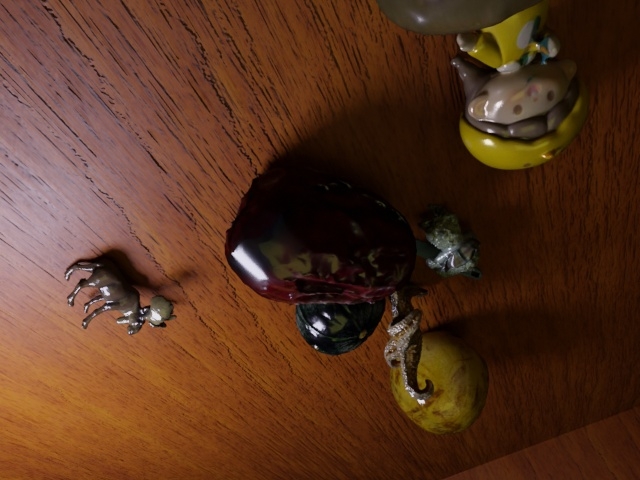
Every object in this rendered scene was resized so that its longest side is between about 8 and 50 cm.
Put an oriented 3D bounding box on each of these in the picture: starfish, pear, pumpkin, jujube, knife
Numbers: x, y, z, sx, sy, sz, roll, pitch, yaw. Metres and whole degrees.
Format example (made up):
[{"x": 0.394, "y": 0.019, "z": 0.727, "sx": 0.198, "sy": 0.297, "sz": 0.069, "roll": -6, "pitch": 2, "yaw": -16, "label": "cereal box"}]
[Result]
[{"x": 0.204, "y": 0.201, "z": 1.135, "sx": 0.113, "sy": 0.303, "sz": 0.311, "roll": 0, "pitch": 124, "yaw": 8, "label": "starfish"}, {"x": 0.335, "y": 0.391, "z": 1.355, "sx": 0.281, "sy": 0.280, "sz": 0.280, "roll": -8, "pitch": 134, "yaw": -9, "label": "pear"}, {"x": 0.048, "y": 0.163, "z": 1.114, "sx": 0.221, "sy": 0.162, "sz": 0.220, "roll": -32, "pitch": 150, "yaw": -21, "label": "pumpkin"}, {"x": 0.000, "y": 0.000, "z": 0.921, "sx": 0.377, "sy": 0.258, "sz": 0.258, "roll": 12, "pitch": 128, "yaw": -33, "label": "jujube"}, {"x": 0.302, "y": 0.044, "z": 1.195, "sx": 0.313, "sy": 0.019, "sz": 0.044, "roll": 20, "pitch": 116, "yaw": -30, "label": "knife"}]

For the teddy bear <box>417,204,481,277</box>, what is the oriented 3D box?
[{"x": 0.303, "y": 0.019, "z": 1.099, "sx": 0.133, "sy": 0.111, "sz": 0.213, "roll": -41, "pitch": 132, "yaw": -1, "label": "teddy bear"}]

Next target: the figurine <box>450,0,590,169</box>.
[{"x": 0.331, "y": -0.278, "z": 0.795, "sx": 0.215, "sy": 0.187, "sz": 0.343, "roll": -13, "pitch": 129, "yaw": 9, "label": "figurine"}]

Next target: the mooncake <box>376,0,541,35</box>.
[{"x": 0.185, "y": -0.385, "z": 0.580, "sx": 0.285, "sy": 0.284, "sz": 0.155, "roll": -28, "pitch": 139, "yaw": 10, "label": "mooncake"}]

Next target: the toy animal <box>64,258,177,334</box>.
[{"x": -0.413, "y": 0.127, "z": 1.016, "sx": 0.186, "sy": 0.093, "sz": 0.214, "roll": -19, "pitch": 127, "yaw": -9, "label": "toy animal"}]
